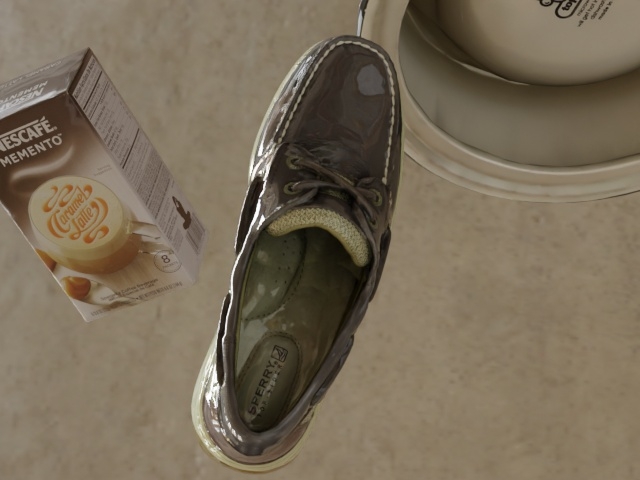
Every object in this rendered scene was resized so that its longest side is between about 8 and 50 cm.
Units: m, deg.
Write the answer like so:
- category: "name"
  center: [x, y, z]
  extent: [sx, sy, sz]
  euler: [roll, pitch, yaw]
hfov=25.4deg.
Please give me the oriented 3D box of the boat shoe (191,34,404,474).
- category: "boat shoe"
  center: [-0.001, 0.000, 0.670]
  extent: [0.073, 0.080, 0.223]
  euler: [141, 147, -71]

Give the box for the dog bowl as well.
- category: "dog bowl"
  center: [0.226, -0.223, 1.208]
  extent: [0.408, 0.408, 0.150]
  euler: [-38, 39, 32]

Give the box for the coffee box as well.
- category: "coffee box"
  center: [-0.237, -0.053, 1.443]
  extent: [0.141, 0.246, 0.098]
  euler: [-20, 30, 20]
